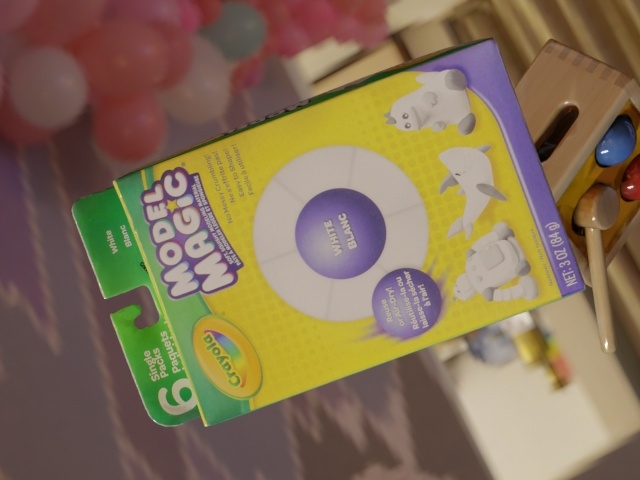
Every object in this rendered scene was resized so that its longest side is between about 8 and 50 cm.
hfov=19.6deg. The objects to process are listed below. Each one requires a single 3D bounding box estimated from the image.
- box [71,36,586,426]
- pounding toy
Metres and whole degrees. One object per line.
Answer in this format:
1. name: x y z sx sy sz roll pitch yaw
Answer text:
1. box: 0.000 0.000 0.714 0.179 0.105 0.043 -21 -178 6
2. pounding toy: 0.168 -0.027 1.199 0.141 0.100 0.130 -55 143 -5
